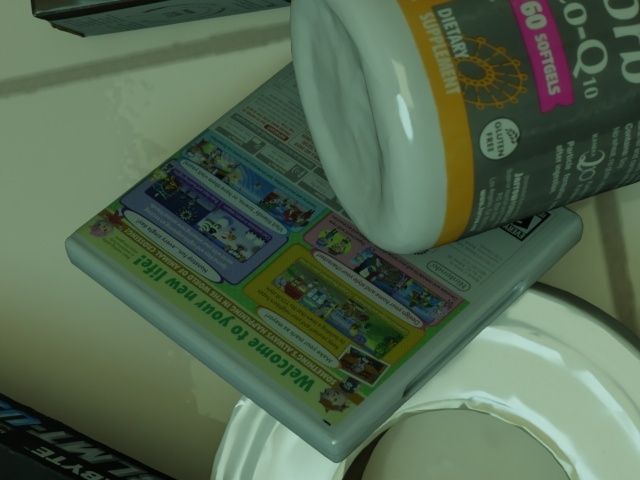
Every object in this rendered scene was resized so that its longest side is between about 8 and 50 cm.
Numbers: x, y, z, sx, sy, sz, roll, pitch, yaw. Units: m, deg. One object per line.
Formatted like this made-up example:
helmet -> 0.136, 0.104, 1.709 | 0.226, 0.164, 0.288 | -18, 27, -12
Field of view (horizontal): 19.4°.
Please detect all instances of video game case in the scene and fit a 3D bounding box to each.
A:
video game case -> 0.000, 0.000, 1.018 | 0.212, 0.023, 0.193 | 34, 62, 31

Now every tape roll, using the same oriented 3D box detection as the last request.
tape roll -> 0.081, 0.158, 1.051 | 0.286, 0.100, 0.286 | 0, 91, 11

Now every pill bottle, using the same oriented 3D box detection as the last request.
pill bottle -> 0.137, -0.104, 0.970 | 0.278, 0.162, 0.162 | -18, 87, -15

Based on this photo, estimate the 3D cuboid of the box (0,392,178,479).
box -> -0.221, 0.231, 1.074 | 0.295, 0.073, 0.293 | 23, 105, 21

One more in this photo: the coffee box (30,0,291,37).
coffee box -> -0.044, -0.205, 1.072 | 0.246, 0.098, 0.141 | -8, 88, 11
